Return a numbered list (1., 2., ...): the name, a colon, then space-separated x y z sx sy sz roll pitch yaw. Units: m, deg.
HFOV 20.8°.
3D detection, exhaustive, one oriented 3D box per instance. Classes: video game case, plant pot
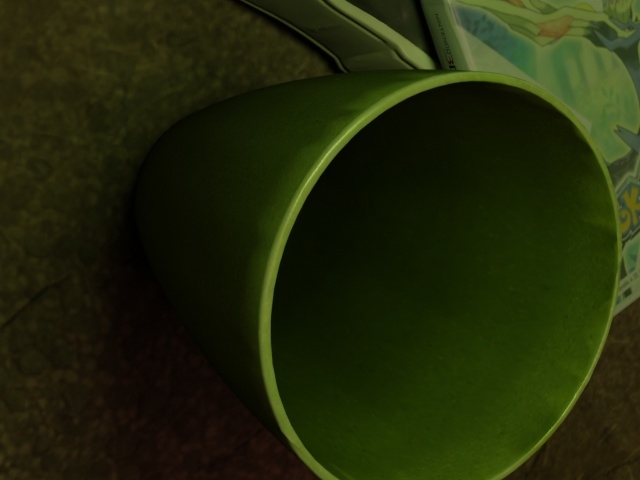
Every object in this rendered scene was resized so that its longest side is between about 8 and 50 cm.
1. video game case: 0.243 -0.120 1.354 0.329 0.036 0.300 -32 113 -30
2. plant pot: 0.000 0.000 1.173 0.275 0.293 0.274 -10 109 -32

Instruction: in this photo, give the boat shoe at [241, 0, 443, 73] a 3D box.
1. boat shoe: 0.001 -0.205 1.242 0.335 0.112 0.095 35 65 -41
